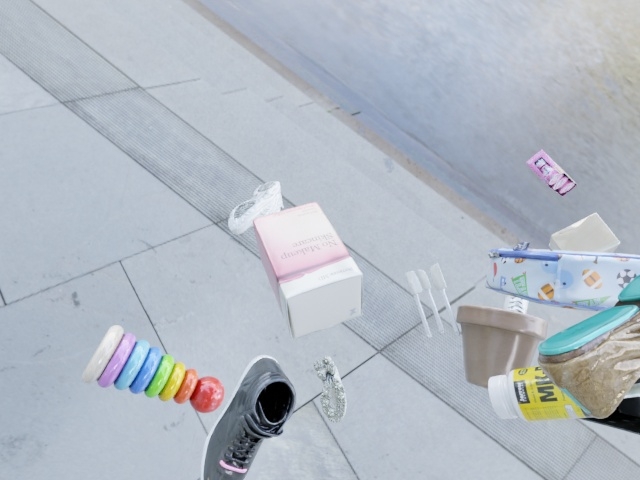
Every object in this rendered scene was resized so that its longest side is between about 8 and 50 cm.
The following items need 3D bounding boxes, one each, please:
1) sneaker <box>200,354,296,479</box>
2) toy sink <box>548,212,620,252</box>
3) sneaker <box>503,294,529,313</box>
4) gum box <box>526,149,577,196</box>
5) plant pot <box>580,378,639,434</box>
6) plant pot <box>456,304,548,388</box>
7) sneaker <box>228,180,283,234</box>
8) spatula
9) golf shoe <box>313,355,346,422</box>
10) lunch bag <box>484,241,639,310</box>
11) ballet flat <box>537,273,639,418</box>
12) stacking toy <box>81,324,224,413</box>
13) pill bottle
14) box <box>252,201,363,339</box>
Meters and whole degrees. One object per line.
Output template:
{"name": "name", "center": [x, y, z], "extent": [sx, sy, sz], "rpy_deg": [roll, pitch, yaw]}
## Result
{"name": "sneaker", "center": [-0.141, 0.373, 0.768], "extent": [0.104, 0.147, 0.296], "rpy_deg": [28, 75, -18]}
{"name": "toy sink", "center": [0.897, 0.019, 1.388], "extent": [0.234, 0.152, 0.131], "rpy_deg": [26, 36, -58]}
{"name": "sneaker", "center": [0.677, 0.225, 1.386], "extent": [0.087, 0.092, 0.229], "rpy_deg": [6, 94, 19]}
{"name": "gum box", "center": [0.767, -0.222, 1.332], "extent": [0.188, 0.062, 0.107], "rpy_deg": [11, 43, -45]}
{"name": "plant pot", "center": [0.788, 0.385, 1.030], "extent": [0.167, 0.188, 0.188], "rpy_deg": [17, 76, -23]}
{"name": "plant pot", "center": [0.536, 0.336, 1.230], "extent": [0.263, 0.263, 0.229], "rpy_deg": [16, 79, -10]}
{"name": "sneaker", "center": [-0.166, -0.073, 1.141], "extent": [0.232, 0.090, 0.115], "rpy_deg": [-51, 128, -43]}
{"name": "spatula", "center": [0.377, 0.209, 1.361], "extent": [0.019, 0.168, 0.242], "rpy_deg": [-13, 81, -38]}
{"name": "golf shoe", "center": [0.038, 0.387, 1.034], "extent": [0.069, 0.086, 0.176], "rpy_deg": [-23, 42, 9]}
{"name": "lunch bag", "center": [0.504, 0.073, 0.834], "extent": [0.303, 0.243, 0.115], "rpy_deg": [7, 91, 4]}
{"name": "ballet flat", "center": [0.448, 0.119, 0.534], "extent": [0.342, 0.116, 0.124], "rpy_deg": [-27, 83, -16]}
{"name": "stacking toy", "center": [-0.393, 0.338, 0.995], "extent": [0.330, 0.141, 0.141], "rpy_deg": [31, 56, -20]}
{"name": "pill bottle", "center": [0.515, 0.356, 0.937], "extent": [0.119, 0.208, 0.119], "rpy_deg": [32, 47, -41]}
{"name": "box", "center": [-0.029, 0.051, 0.799], "extent": [0.148, 0.127, 0.232], "rpy_deg": [-17, 44, -14]}
